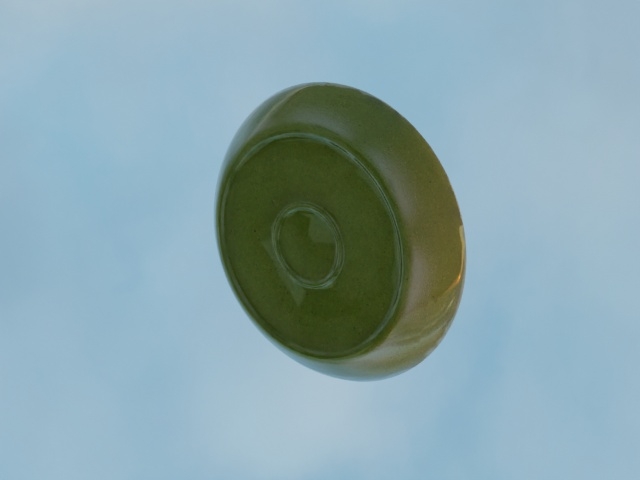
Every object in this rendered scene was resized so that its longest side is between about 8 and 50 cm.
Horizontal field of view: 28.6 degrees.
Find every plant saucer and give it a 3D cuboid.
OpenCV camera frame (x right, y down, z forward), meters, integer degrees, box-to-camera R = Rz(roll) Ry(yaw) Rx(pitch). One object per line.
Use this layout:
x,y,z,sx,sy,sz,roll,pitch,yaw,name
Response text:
0.000,0.000,0.968,0.241,0.241,0.037,40,-145,22,plant saucer
